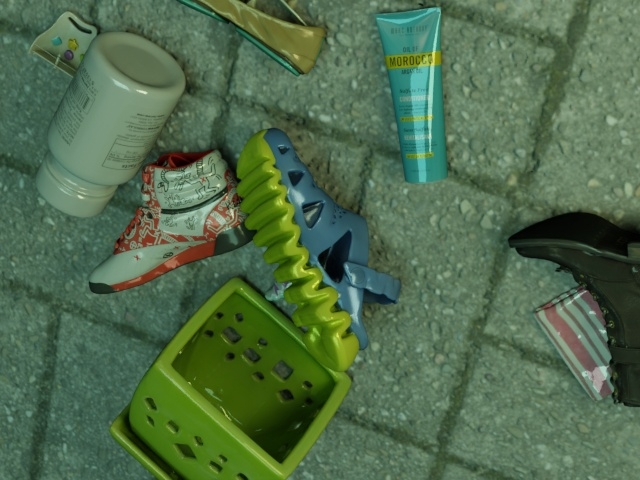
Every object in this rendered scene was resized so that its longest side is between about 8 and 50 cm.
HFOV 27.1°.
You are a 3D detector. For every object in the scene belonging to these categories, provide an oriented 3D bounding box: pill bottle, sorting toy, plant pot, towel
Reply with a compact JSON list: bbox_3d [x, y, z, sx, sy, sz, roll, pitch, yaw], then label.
[{"bbox_3d":[-0.278,-0.145,1.712,0.131,0.131,0.229,37,122,3],"label":"pill bottle"},{"bbox_3d":[-0.326,-0.257,1.735,0.083,0.045,0.075,34,114,5],"label":"sorting toy"},{"bbox_3d":[-0.131,0.227,1.778,0.228,0.227,0.207,42,129,-1],"label":"plant pot"},{"bbox_3d":[0.373,0.105,1.618,0.197,0.029,0.144,-32,98,31],"label":"towel"}]

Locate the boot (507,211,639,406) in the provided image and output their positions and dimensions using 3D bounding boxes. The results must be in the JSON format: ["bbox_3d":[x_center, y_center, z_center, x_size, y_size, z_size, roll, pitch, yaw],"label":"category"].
[{"bbox_3d":[0.345,0.092,1.555,0.263,0.091,0.228,8,116,41],"label":"boot"}]

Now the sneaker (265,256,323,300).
[{"bbox_3d":[-0.045,0.034,1.757,0.098,0.038,0.069,-29,99,21],"label":"sneaker"}]

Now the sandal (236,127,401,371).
[{"bbox_3d":[0.000,0.000,1.678,0.126,0.138,0.317,-2,114,65],"label":"sandal"}]

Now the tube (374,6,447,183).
[{"bbox_3d":[0.117,-0.173,1.589,0.080,0.052,0.207,-4,106,14],"label":"tube"}]

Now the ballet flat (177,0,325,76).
[{"bbox_3d":[-0.097,-0.286,1.618,0.232,0.080,0.073,32,94,3],"label":"ballet flat"}]

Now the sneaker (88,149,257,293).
[{"bbox_3d":[-0.219,-0.031,1.768,0.270,0.090,0.145,-20,104,25],"label":"sneaker"}]
